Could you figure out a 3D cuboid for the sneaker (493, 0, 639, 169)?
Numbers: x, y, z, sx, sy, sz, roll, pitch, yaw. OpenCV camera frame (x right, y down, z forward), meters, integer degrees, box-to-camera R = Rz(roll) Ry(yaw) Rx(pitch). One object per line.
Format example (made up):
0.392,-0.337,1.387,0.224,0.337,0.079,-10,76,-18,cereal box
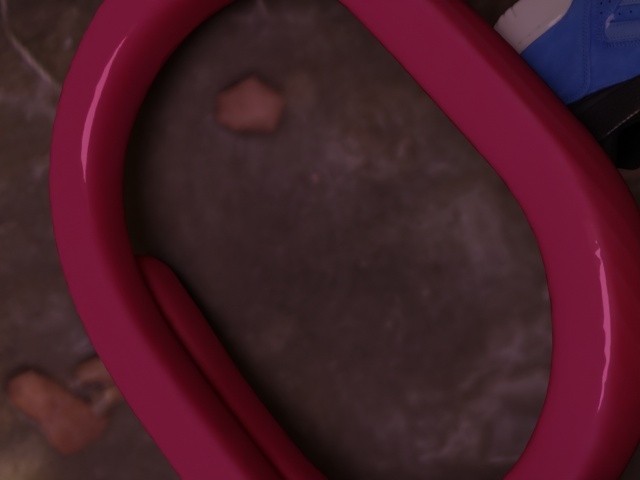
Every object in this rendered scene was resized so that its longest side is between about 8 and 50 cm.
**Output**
0.140,-0.085,0.534,0.152,0.058,0.085,-38,71,24,sneaker

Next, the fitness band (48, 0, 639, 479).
0.000,0.000,0.573,0.209,0.054,0.291,-52,61,23,fitness band
